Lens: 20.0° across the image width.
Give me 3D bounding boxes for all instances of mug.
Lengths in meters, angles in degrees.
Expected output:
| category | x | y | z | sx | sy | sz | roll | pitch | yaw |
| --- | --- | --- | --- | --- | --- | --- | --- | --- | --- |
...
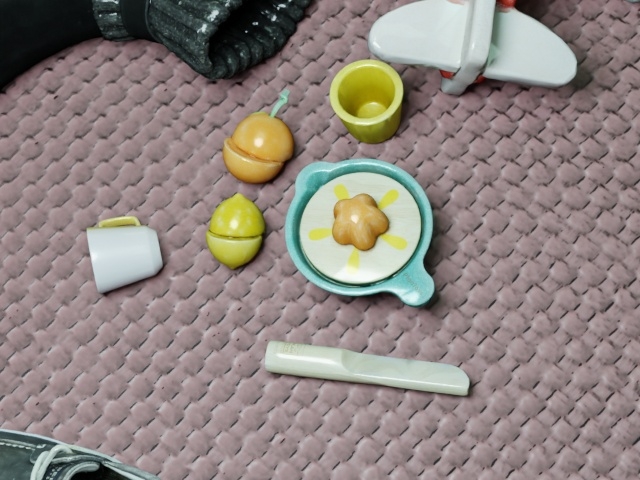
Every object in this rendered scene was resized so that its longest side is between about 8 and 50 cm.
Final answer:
| category | x | y | z | sx | sy | sz | roll | pitch | yaw |
| --- | --- | --- | --- | --- | --- | --- | --- | --- | --- |
| mug | -0.182 | 0.006 | 1.689 | 0.064 | 0.062 | 0.078 | -11 | 72 | -4 |

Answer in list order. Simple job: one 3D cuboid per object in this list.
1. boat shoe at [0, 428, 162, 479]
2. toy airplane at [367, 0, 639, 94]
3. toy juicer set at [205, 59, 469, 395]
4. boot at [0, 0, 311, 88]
| category | x | y | z | sx | sy | sz | roll | pitch | yaw |
| --- | --- | --- | --- | --- | --- | --- | --- | --- | --- |
| boat shoe | -0.209 | 0.222 | 1.560 | 0.335 | 0.119 | 0.121 | 13 | 62 | 10 |
| toy airplane | 0.157 | -0.322 | 1.696 | 0.384 | 0.272 | 0.386 | -36 | 103 | 4 |
| toy juicer set | 0.000 | 0.000 | 1.646 | 0.209 | 0.089 | 0.329 | -13 | 66 | 3 |
| boot | -0.200 | -0.213 | 1.746 | 0.260 | 0.131 | 0.348 | 39 | 77 | 21 |
